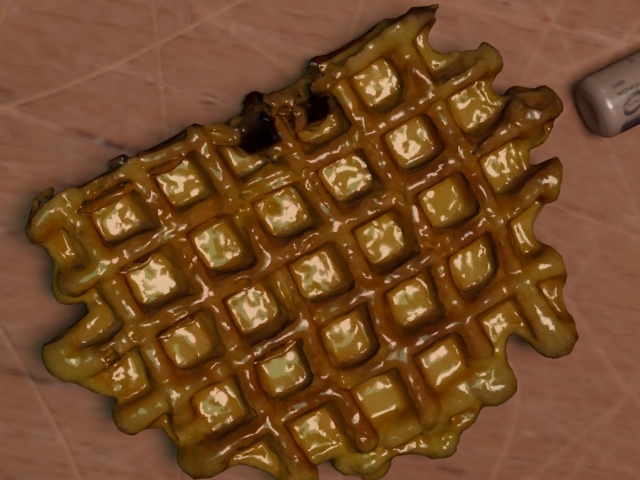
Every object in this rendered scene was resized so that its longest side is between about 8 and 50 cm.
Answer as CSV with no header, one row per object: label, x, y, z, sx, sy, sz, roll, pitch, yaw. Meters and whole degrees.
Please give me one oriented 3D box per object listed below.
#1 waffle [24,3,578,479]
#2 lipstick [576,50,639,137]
waffle,0.000,0.001,0.728,0.309,0.065,0.283,16,92,-13
lipstick,0.217,-0.104,0.768,0.141,0.040,0.040,-27,97,-7
